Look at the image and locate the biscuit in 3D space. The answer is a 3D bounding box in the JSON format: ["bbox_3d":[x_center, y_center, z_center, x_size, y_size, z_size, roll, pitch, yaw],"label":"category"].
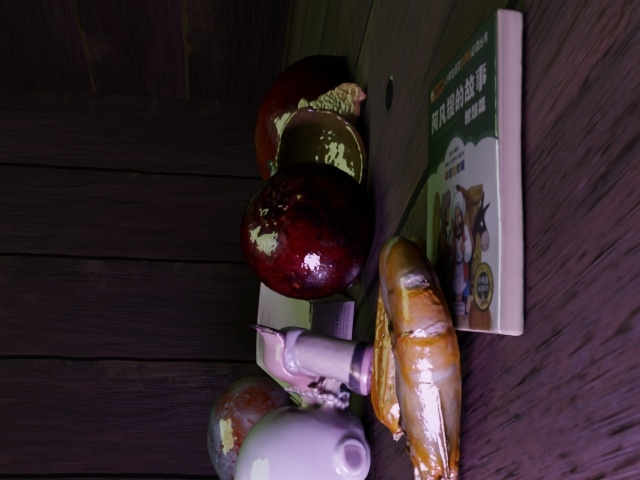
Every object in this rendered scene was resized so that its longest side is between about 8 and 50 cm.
[{"bbox_3d":[-0.001,-0.198,1.304,0.250,0.035,0.162,-45,67,25],"label":"biscuit"}]

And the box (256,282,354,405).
[{"bbox_3d":[-0.039,0.189,1.366,0.251,0.106,0.203,20,109,61],"label":"box"}]

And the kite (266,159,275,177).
[{"bbox_3d":[-0.030,-0.060,1.392,0.268,0.013,0.323,52,136,9],"label":"kite"}]

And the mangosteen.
[{"bbox_3d":[0.000,0.000,1.150,0.261,0.235,0.236,39,-142,-43],"label":"mangosteen"}]

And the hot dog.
[{"bbox_3d":[0.095,0.111,0.778,0.092,0.062,0.236,-169,85,-82],"label":"hot dog"}]

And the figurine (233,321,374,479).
[{"bbox_3d":[-0.029,0.318,1.092,0.253,0.210,0.362,138,136,-80],"label":"figurine"}]

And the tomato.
[{"bbox_3d":[-0.144,0.498,1.747,0.316,0.282,0.317,-179,90,-70],"label":"tomato"}]

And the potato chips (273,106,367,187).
[{"bbox_3d":[0.000,-0.141,1.257,0.208,0.195,0.062,58,-157,12],"label":"potato chips"}]

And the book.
[{"bbox_3d":[0.138,-0.049,0.636,0.202,0.027,0.264,141,131,-81],"label":"book"}]

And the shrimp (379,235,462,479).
[{"bbox_3d":[0.093,0.134,0.668,0.152,0.062,0.288,-139,40,-76],"label":"shrimp"}]

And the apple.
[{"bbox_3d":[-0.010,-0.225,1.532,0.329,0.295,0.365,-43,-26,-41],"label":"apple"}]
